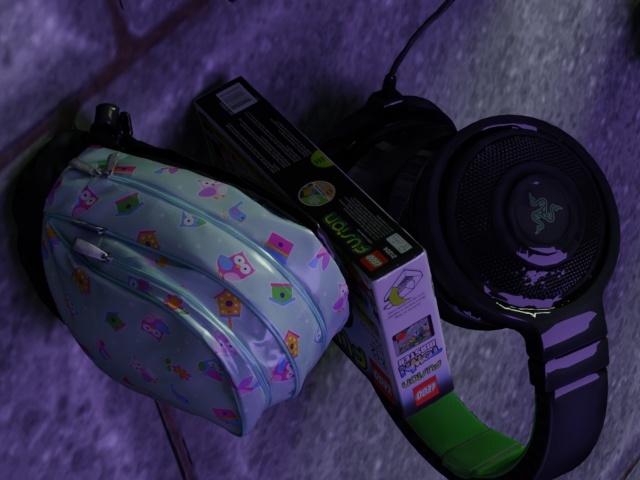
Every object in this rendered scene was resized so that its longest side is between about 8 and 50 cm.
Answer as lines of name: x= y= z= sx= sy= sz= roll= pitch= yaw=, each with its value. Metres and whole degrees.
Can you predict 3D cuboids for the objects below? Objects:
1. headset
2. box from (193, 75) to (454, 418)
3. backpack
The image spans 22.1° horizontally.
headset: x=0.054 y=-0.014 z=1.032 sx=0.185 sy=0.243 sz=0.394 roll=-20 pitch=110 yaw=-26
box: x=0.000 y=0.000 z=0.954 sx=0.036 sy=0.207 sz=0.114 roll=-29 pitch=134 yaw=-15
backpack: x=-0.072 y=0.024 z=0.886 sx=0.115 sy=0.182 sz=0.152 roll=-54 pitch=145 yaw=-22
